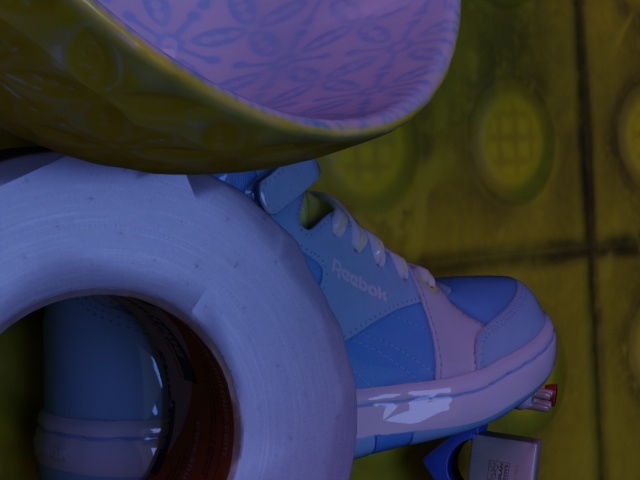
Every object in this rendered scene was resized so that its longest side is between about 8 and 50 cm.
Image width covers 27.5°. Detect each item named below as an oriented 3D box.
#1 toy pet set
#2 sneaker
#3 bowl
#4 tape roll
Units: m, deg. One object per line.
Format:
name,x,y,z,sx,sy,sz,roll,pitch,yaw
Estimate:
toy pet set,0.104,0.146,0.809,0.114,0.065,0.122,18,79,-74
sneaker,0.000,0.000,0.667,0.319,0.127,0.208,-10,97,-41
bowl,-0.096,-0.137,0.462,0.289,0.156,0.289,33,44,-40
tape roll,-0.097,0.072,0.505,0.219,0.072,0.219,-2,94,-27
